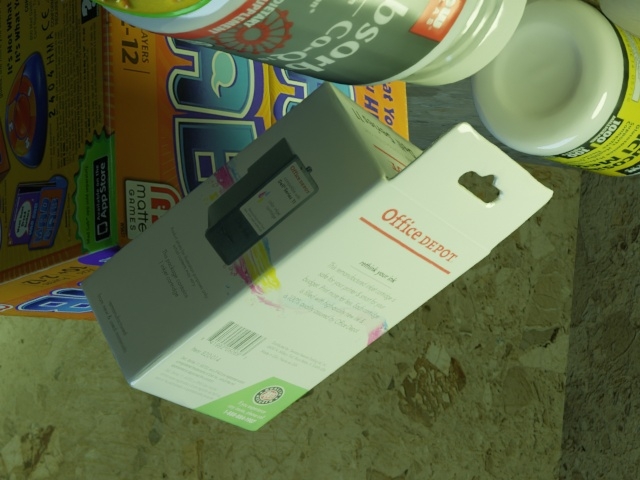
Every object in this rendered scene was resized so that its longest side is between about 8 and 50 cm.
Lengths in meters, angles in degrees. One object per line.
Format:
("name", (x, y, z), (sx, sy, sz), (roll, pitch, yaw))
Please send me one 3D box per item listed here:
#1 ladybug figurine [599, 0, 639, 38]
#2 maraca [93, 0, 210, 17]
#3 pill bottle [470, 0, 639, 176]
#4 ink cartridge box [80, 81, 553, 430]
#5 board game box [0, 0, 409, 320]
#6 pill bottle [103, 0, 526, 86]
("ladybug figurine", (0.410, -0.221, 1.209), (0.449, 0.161, 0.305), (2, 177, 33))
("maraca", (-0.135, -0.212, 1.033), (0.186, 0.127, 0.099), (30, -153, -11))
("pill bottle", (0.338, -0.177, 2.020), (0.188, 0.187, 0.334), (3, 177, 35))
("ink cartridge box", (0.000, 0.000, 1.420), (0.353, 0.119, 0.207), (-38, 148, 14))
("board game box", (-0.158, -0.118, 1.699), (0.356, 0.356, 0.356), (6, 166, -39))
("pill bottle", (-0.001, -0.230, 1.254), (0.210, 0.210, 0.363), (3, 177, 36))
